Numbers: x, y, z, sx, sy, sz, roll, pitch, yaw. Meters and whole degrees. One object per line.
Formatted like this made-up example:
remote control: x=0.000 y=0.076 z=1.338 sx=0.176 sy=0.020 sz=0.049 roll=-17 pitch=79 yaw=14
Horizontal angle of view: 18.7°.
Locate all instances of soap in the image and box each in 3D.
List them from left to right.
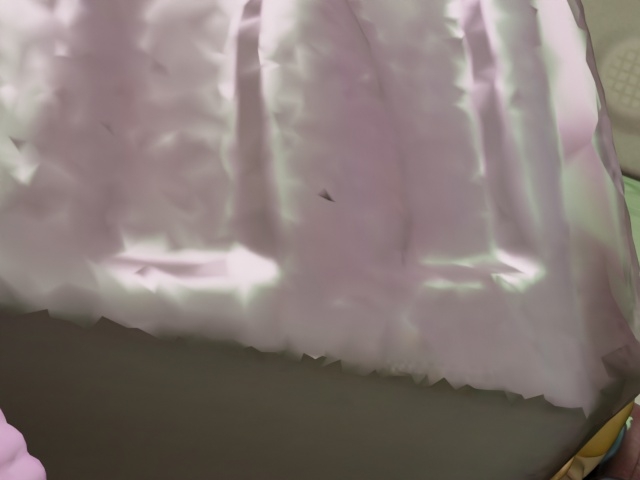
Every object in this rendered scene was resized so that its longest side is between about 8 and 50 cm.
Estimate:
soap: x=-0.146 y=-0.067 z=0.612 sx=0.435 sy=0.350 sz=0.213 roll=10 pitch=-31 yaw=-23

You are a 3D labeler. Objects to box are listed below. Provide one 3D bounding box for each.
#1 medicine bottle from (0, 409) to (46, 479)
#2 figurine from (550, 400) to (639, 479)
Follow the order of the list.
medicine bottle: x=-0.153 y=0.111 z=0.320 sx=0.178 sy=0.178 sz=0.291 roll=21 pitch=11 yaw=5
figurine: x=0.133 y=0.095 z=0.999 sx=0.108 sy=0.114 sz=0.196 roll=-7 pitch=-38 yaw=42
